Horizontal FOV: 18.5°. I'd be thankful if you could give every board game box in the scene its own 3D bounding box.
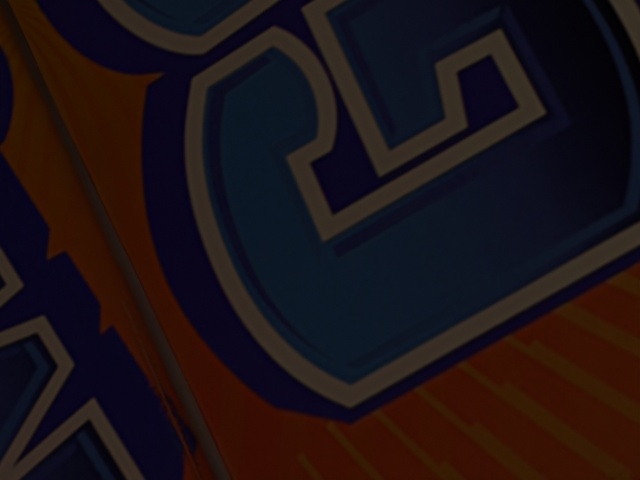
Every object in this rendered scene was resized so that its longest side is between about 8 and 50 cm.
[{"bbox_3d":[0.000,0.000,0.590,0.356,0.356,0.356,-34,151,11],"label":"board game box"}]
